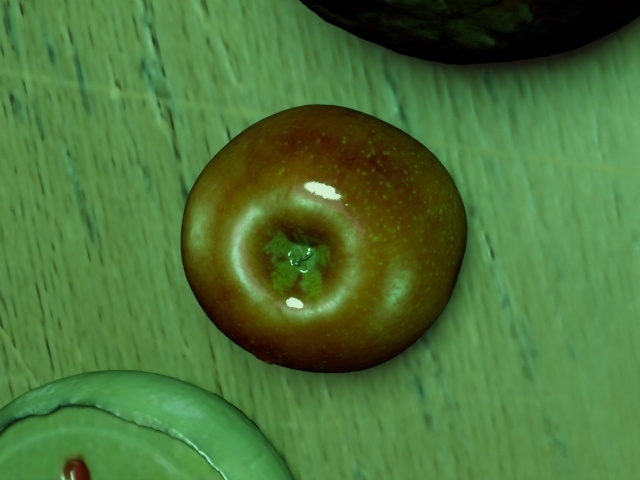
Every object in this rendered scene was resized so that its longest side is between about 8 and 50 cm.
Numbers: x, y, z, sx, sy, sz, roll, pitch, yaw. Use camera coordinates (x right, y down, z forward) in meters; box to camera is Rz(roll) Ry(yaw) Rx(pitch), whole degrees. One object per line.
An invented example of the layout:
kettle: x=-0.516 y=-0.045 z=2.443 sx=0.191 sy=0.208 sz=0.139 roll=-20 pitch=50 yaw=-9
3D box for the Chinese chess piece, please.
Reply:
Chinese chess piece: x=-0.124 y=0.205 z=0.901 sx=0.250 sy=0.103 sz=0.249 roll=1 pitch=93 yaw=16

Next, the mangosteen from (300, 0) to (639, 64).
mangosteen: x=0.080 y=-0.231 z=0.732 sx=0.288 sy=0.288 sz=0.288 roll=1 pitch=95 yaw=15

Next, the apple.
apple: x=0.000 y=0.000 z=0.831 sx=0.163 sy=0.139 sz=0.163 roll=1 pitch=92 yaw=14
